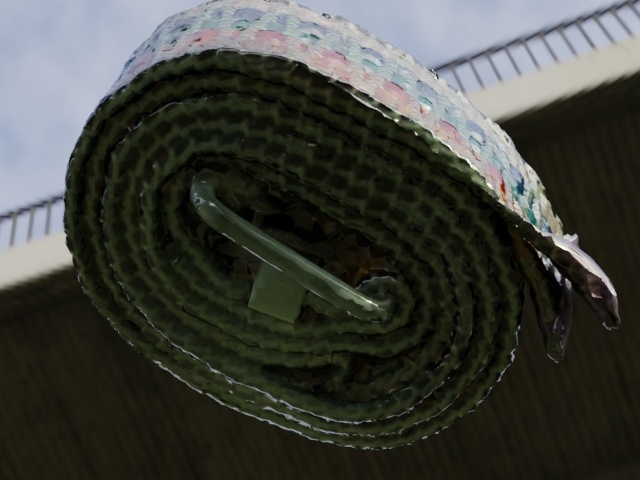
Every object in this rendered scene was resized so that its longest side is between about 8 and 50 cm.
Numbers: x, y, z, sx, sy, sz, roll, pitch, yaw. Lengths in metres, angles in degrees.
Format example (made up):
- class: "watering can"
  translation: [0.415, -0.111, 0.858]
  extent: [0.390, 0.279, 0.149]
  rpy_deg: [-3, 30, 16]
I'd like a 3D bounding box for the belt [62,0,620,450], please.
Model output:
- class: "belt"
  translation: [0.000, 0.000, 0.932]
  extent: [0.295, 0.160, 0.207]
  rpy_deg: [36, -68, -7]
